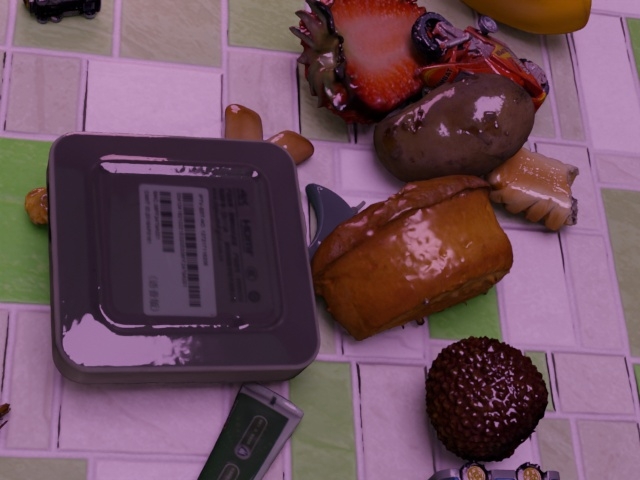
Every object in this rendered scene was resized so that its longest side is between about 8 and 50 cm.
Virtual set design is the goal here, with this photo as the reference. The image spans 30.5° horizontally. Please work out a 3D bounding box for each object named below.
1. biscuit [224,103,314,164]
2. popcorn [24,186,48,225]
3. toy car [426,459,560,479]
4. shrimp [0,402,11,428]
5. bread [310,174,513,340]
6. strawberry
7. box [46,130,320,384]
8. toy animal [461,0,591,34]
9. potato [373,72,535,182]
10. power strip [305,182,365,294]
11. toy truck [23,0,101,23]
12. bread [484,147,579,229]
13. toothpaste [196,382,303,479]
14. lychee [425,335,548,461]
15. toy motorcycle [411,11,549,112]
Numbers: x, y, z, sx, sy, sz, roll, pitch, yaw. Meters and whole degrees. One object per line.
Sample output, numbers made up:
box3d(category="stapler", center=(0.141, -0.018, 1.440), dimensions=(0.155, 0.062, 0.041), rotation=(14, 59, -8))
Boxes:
box3d(category="biscuit", center=(-0.116, -0.111, 1.847), dimensions=(0.164, 0.047, 0.208), rotation=(26, 59, 1))
box3d(category="popcorn", center=(-0.389, -0.043, 1.735), dimensions=(0.084, 0.084, 0.084), rotation=(6, 60, -11))
box3d(category="toy car", center=(0.246, 0.370, 1.643), dimensions=(0.191, 0.097, 0.100), rotation=(4, 62, -12))
box3d(category="shrimp", center=(-0.520, 0.261, 1.539), dimensions=(0.236, 0.053, 0.133), rotation=(-30, 52, -23))
box3d(category="bread", center=(0.159, 0.013, 1.742), dimensions=(0.340, 0.179, 0.194), rotation=(-19, 80, -30))
box3d(category="strawberry", center=(0.079, -0.305, 1.979), dimensions=(0.306, 0.137, 0.234), rotation=(-15, 84, -49))
box3d(category="box", center=(-0.194, 0.020, 1.665), dimensions=(0.373, 0.090, 0.367), rotation=(0, 65, -19))
box3d(category="toy animal", center=(0.351, -0.541, 2.066), dimensions=(0.277, 0.345, 0.247), rotation=(10, 65, 30))
box3d(category="potato", center=(0.213, -0.173, 1.875), dimensions=(0.262, 0.165, 0.165), rotation=(-14, 60, 18))
box3d(category="power strip", center=(0.000, 0.000, 1.816), dimensions=(0.137, 0.044, 0.216), rotation=(33, 59, 4))
box3d(category="toy truck", center=(-0.424, -0.399, 1.922), dimensions=(0.123, 0.052, 0.063), rotation=(-10, 59, -18))
box3d(category="bread", center=(0.351, -0.088, 1.935), dimensions=(0.177, 0.084, 0.119), rotation=(23, 57, -1))
box3d(category="toothpaste", center=(-0.148, 0.358, 1.570), dimensions=(0.098, 0.061, 0.392), rotation=(29, 55, 3))
box3d(category="lychee", center=(0.230, 0.222, 1.671), dimensions=(0.188, 0.188, 0.188), rotation=(6, 60, -11))
box3d(category="toy motorcycle", center=(0.283, -0.286, 1.996), dimensions=(0.298, 0.089, 0.171), rotation=(18, 56, -27))
